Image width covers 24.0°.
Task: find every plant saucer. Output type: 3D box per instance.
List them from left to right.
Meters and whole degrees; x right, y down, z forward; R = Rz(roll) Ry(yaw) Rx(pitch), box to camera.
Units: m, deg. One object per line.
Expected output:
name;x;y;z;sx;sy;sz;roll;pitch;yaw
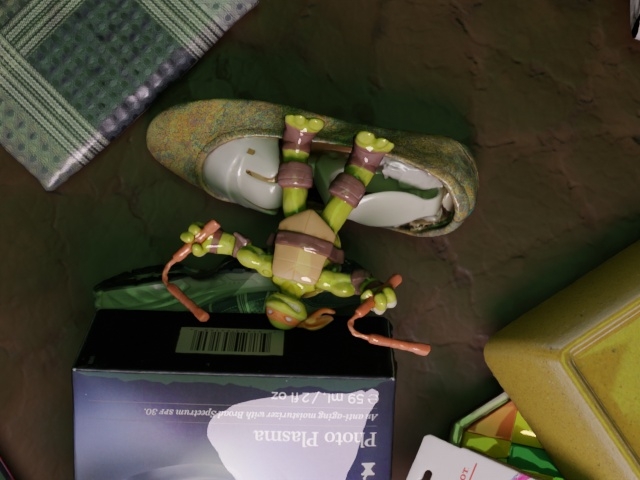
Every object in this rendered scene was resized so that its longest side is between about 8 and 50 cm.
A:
plant saucer;0.384;0.148;1.478;0.333;0.081;0.333;-33;81;-4

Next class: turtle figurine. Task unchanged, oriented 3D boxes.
turtle figurine;0.000;0.000;1.437;0.269;0.087;0.217;15;82;16

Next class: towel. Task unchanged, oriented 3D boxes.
towel;-0.284;-0.265;1.598;0.312;0.056;0.324;-44;89;-1

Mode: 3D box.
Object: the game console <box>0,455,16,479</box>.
game console;-0.449;0.340;1.539;0.342;0.060;0.386;-33;86;-3

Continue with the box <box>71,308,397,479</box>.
box;-0.080;0.234;1.450;0.296;0.183;0.294;1;106;0

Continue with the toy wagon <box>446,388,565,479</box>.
toy wagon;0.293;0.272;1.547;0.344;0.068;0.267;12;86;1

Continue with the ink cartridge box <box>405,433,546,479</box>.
ink cartridge box;0.170;0.269;1.466;0.181;0.061;0.104;23;89;18

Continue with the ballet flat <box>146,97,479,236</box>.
ballet flat;-0.009;-0.069;1.536;0.349;0.123;0.123;8;86;-2

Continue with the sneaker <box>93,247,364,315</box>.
sneaker;-0.085;0.079;1.555;0.283;0.110;0.122;-7;103;2

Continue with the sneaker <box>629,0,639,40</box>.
sneaker;0.464;-0.341;1.563;0.236;0.130;0.322;13;80;5
